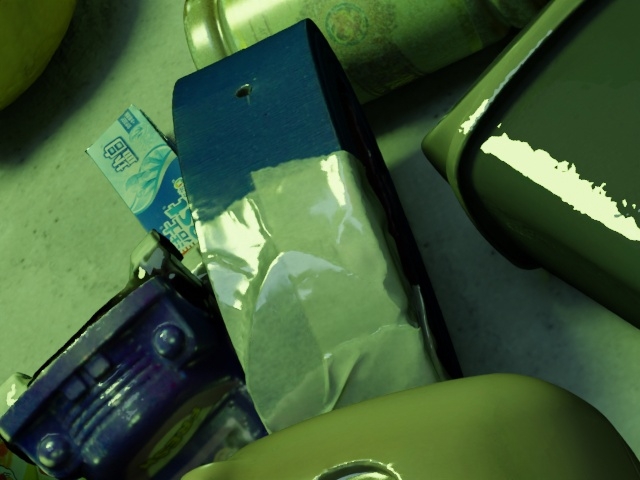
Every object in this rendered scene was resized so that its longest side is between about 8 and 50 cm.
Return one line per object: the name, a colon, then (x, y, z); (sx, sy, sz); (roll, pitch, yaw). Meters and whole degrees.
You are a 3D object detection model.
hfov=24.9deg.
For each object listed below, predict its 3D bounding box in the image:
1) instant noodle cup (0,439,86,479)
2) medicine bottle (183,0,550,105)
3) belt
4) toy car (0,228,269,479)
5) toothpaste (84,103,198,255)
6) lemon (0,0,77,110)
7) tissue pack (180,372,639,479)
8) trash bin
instant noodle cup: (-0.293, 0.202, 1.099); (0.205, 0.153, 0.205); (-21, 48, 24)
medicine bottle: (0.061, -0.202, 1.138); (0.322, 0.151, 0.151); (-24, 48, 21)
belt: (0.000, 0.000, 0.979); (0.117, 0.212, 0.347); (-23, 51, 8)
toy car: (-0.101, 0.110, 0.969); (0.172, 0.235, 0.158); (-45, 77, 4)
toothpaste: (-0.113, -0.020, 1.201); (0.066, 0.053, 0.272); (-43, 44, 1)
lemon: (-0.390, -0.268, 1.404); (0.336, 0.336, 0.336); (-19, 49, 24)
tissue pack: (0.067, 0.260, 0.708); (0.267, 0.277, 0.387); (-19, 50, 20)
trash bin: (0.214, -0.049, 0.900); (0.209, 0.182, 0.290); (-47, 49, -4)
